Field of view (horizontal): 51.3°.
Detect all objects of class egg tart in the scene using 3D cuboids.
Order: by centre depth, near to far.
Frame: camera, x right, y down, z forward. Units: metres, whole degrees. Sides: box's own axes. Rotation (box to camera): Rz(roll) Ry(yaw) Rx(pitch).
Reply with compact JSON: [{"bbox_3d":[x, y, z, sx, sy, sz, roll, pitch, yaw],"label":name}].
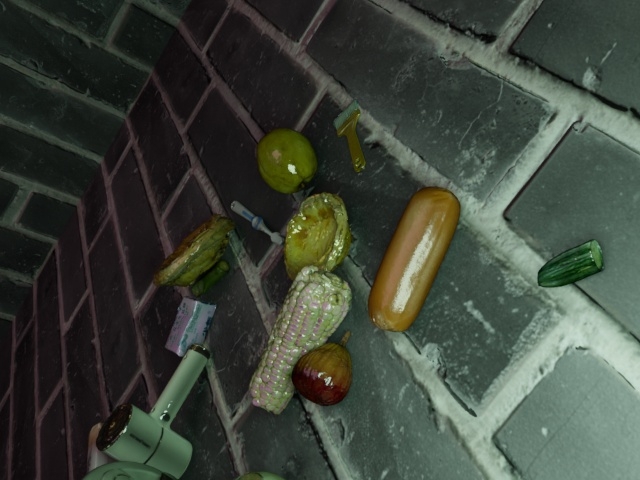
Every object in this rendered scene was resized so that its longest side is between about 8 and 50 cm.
[{"bbox_3d":[0.002,-0.001,1.442,0.213,0.090,0.212,-32,47,43],"label":"egg tart"},{"bbox_3d":[-0.341,0.043,1.844,0.291,0.107,0.291,-39,12,10],"label":"egg tart"}]

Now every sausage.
[{"bbox_3d":[0.165,0.033,1.189,0.105,0.105,0.274,21,88,56],"label":"sausage"}]

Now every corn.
[{"bbox_3d":[-0.048,0.204,1.353,0.335,0.127,0.126,-63,33,21],"label":"corn"}]

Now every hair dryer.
[{"bbox_3d":[-0.371,0.402,1.656,0.128,0.203,0.362,-11,43,52],"label":"hair dryer"}]

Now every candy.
[{"bbox_3d":[-0.352,0.234,1.800,0.092,0.073,0.160,10,78,51],"label":"candy"}]

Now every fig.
[{"bbox_3d":[0.016,0.255,1.283,0.119,0.153,0.119,12,114,29],"label":"fig"}]

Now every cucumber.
[{"bbox_3d":[0.359,0.038,0.967,0.105,0.048,0.048,-33,46,42],"label":"cucumber"}]

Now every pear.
[{"bbox_3d":[-0.080,-0.193,1.627,0.149,0.149,0.162,-46,61,27],"label":"pear"}]

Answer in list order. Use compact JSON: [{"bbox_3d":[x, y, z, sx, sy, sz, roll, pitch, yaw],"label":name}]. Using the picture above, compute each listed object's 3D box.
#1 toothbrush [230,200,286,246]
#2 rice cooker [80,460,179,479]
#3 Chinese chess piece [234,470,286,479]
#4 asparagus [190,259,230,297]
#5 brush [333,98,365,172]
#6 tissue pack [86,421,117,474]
[{"bbox_3d":[-0.171,-0.050,1.754,0.386,0.040,0.040,33,97,56],"label":"toothbrush"},{"bbox_3d":[-0.423,0.667,1.429,0.325,0.335,0.335,-57,35,13],"label":"rice cooker"},{"bbox_3d":[-0.120,0.545,1.288,0.188,0.083,0.188,-34,42,37],"label":"Chinese chess piece"},{"bbox_3d":[-0.314,0.112,1.851,0.178,0.041,0.045,-39,41,36],"label":"asparagus"},{"bbox_3d":[0.076,-0.239,1.557,0.082,0.010,0.218,-42,41,30],"label":"brush"},{"bbox_3d":[-0.498,0.579,1.691,0.090,0.186,0.222,-50,35,44],"label":"tissue pack"}]
